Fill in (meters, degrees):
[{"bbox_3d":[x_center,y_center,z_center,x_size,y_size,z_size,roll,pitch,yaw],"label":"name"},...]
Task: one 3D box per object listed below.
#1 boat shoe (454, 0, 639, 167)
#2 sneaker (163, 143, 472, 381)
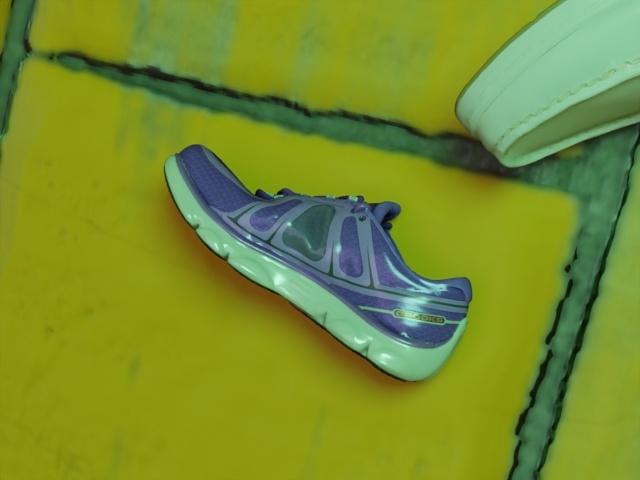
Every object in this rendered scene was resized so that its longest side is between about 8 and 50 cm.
[{"bbox_3d":[0.187,-0.082,0.657,0.277,0.098,0.096,-26,78,23],"label":"boat shoe"},{"bbox_3d":[0.000,0.000,0.782,0.170,0.068,0.071,33,90,14],"label":"sneaker"}]
